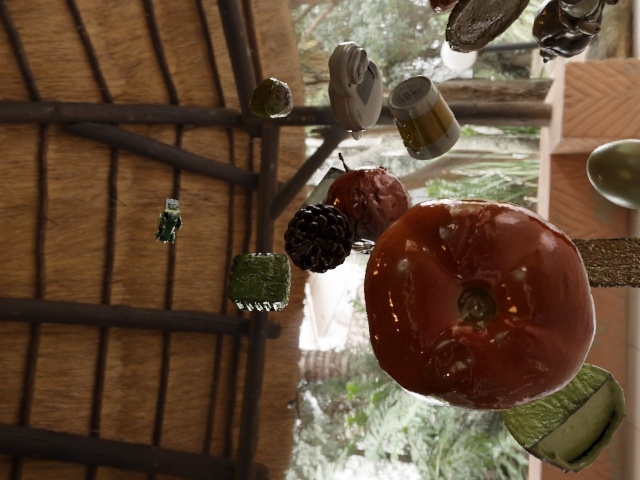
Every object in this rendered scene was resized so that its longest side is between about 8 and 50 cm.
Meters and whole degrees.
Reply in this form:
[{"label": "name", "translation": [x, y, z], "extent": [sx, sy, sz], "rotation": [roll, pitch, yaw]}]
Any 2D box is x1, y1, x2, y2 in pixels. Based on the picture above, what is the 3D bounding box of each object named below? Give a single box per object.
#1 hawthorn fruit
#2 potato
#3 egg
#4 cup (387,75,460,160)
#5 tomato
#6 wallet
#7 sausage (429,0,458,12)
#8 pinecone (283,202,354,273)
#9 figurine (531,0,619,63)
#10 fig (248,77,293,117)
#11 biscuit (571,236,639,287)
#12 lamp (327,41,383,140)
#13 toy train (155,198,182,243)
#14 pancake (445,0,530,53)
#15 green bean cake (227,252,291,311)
[{"label": "hawthorn fruit", "translation": [0.108, -0.109, 1.331], "extent": [0.242, 0.241, 0.272], "rotation": [6, -116, -75]}, {"label": "potato", "translation": [0.716, 0.519, 1.542], "extent": [0.280, 0.330, 0.213], "rotation": [51, 176, -30]}, {"label": "egg", "translation": [0.872, -0.186, 1.437], "extent": [0.186, 0.241, 0.186], "rotation": [-39, -38, -38]}, {"label": "cup", "translation": [0.306, -0.398, 1.645], "extent": [0.185, 0.241, 0.226], "rotation": [-48, -46, -6]}, {"label": "tomato", "translation": [0.177, 0.068, 0.602], "extent": [0.180, 0.259, 0.260], "rotation": [8, -94, -78]}, {"label": "wallet", "translation": [0.091, -0.095, 1.570], "extent": [0.221, 0.262, 0.071], "rotation": [-56, -17, -22]}, {"label": "sausage", "translation": [0.293, -0.544, 1.031], "extent": [0.194, 0.077, 0.077], "rotation": [-48, -3, 20]}, {"label": "pinecone", "translation": [-0.007, 0.001, 1.168], "extent": [0.165, 0.162, 0.163], "rotation": [-50, -39, -75]}, {"label": "figurine", "translation": [0.774, -0.700, 1.585], "extent": [0.248, 0.203, 0.380], "rotation": [-57, -11, 12]}, {"label": "fig", "translation": [-0.188, -0.529, 1.930], "extent": [0.144, 0.165, 0.154], "rotation": [63, 175, 12]}, {"label": "biscuit", "translation": [0.672, 0.051, 1.173], "extent": [0.025, 0.230, 0.131], "rotation": [63, -147, -53]}, {"label": "lamp", "translation": [0.073, -0.366, 1.240], "extent": [0.246, 0.107, 0.180], "rotation": [50, -129, -58]}, {"label": "toy train", "translation": [-0.367, -0.045, 1.246], "extent": [0.122, 0.050, 0.081], "rotation": [-48, 40, 48]}, {"label": "pancake", "translation": [0.312, -0.422, 0.946], "extent": [0.021, 0.199, 0.199], "rotation": [59, -178, 22]}, {"label": "green bean cake", "translation": [-0.211, 0.144, 1.823], "extent": [0.113, 0.214, 0.200], "rotation": [83, -170, -61]}]
